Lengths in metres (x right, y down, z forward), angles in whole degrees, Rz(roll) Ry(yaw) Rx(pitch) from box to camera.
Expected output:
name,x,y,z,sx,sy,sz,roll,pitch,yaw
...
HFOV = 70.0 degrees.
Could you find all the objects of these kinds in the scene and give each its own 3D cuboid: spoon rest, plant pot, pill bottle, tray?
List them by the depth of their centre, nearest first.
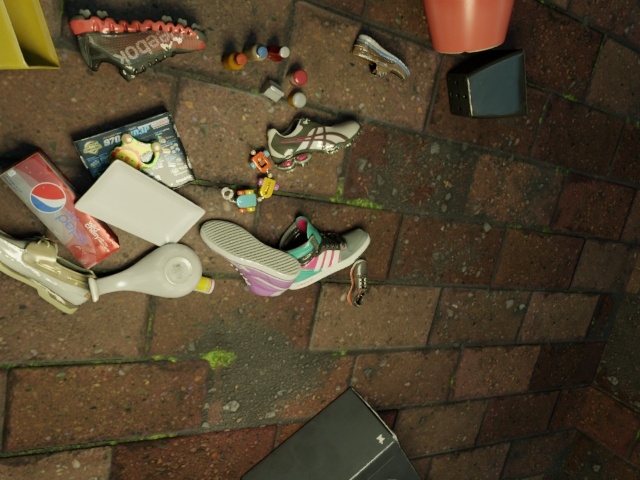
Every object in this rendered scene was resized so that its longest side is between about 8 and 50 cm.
name,x,y,z,sx,sy,sz,roll,pitch,yaw
plant pot,-0.624,-0.404,0.812,0.187,0.212,0.212,-12,112,-10
tray,-0.411,-0.079,1.066,0.145,0.030,0.270,-45,143,7
spoon rest,-0.422,0.087,1.116,0.276,0.084,0.137,-11,94,-39
pill bottle,-0.329,0.113,1.217,0.083,0.043,0.043,20,96,-32
plant pot,0.401,-0.657,1.236,0.275,0.275,0.243,-24,126,-19
plant pot,0.490,-0.459,1.386,0.167,0.187,0.188,-19,115,-7

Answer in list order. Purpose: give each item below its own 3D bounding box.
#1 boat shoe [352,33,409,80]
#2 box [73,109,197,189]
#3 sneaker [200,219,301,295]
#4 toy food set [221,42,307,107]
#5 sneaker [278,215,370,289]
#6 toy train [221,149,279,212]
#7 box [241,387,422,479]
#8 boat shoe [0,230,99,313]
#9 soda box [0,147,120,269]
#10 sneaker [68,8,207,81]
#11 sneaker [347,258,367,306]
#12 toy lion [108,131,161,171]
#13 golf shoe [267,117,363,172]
name,x,y,z,sx,sy,sz,roll,pitch,yaw
boat shoe,0.164,-0.491,1.270,0.183,0.066,0.066,27,97,-22
box,-0.425,-0.185,1.066,0.220,0.051,0.175,-26,116,-18
sneaker,-0.209,0.066,1.233,0.282,0.102,0.161,31,136,-7
toy food set,-0.112,-0.412,1.122,0.232,0.104,0.111,27,93,-31
sneaker,0.000,0.000,1.312,0.296,0.124,0.178,-29,127,-15
toy train,-0.183,-0.155,1.207,0.166,0.046,0.125,-48,120,-10
box,0.081,0.856,1.526,0.480,0.297,0.471,-36,120,-13
boat shoe,-0.628,0.038,1.005,0.103,0.113,0.302,-46,133,-12
soda box,-0.566,-0.068,1.012,0.092,0.083,0.263,-36,120,-12
sneaker,-0.381,-0.414,0.987,0.276,0.098,0.135,-8,110,-23
sneaker,0.131,0.140,1.452,0.061,0.065,0.157,-1,107,-27
toy lion,-0.416,-0.188,1.022,0.100,0.034,0.096,12,107,-30
golf shoe,-0.010,-0.281,1.223,0.273,0.105,0.120,-27,110,-18
